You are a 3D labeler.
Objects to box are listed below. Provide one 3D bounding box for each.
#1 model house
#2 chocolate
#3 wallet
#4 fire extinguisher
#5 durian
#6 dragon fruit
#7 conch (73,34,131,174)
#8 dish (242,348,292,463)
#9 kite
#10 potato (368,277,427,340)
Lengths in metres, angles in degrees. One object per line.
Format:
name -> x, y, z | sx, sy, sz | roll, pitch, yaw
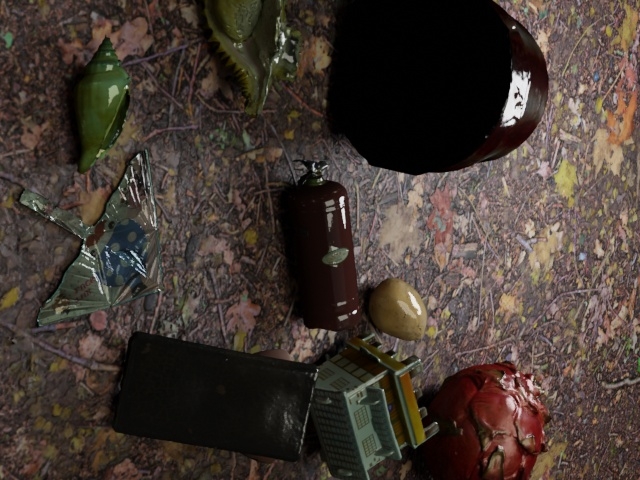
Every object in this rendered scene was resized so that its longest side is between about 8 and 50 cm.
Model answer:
model house -> 0.081, 0.320, 1.987 | 0.215, 0.198, 0.224 | -29, 120, -26
chocolate -> 0.257, -0.312, 1.970 | 0.331, 0.384, 0.383 | -13, 108, -61
wallet -> -0.172, 0.260, 1.691 | 0.321, 0.044, 0.170 | 12, 93, -9
fire extinguisher -> 0.000, 0.000, 1.889 | 0.135, 0.114, 0.337 | -41, 128, -60
durian -> -0.097, -0.360, 1.677 | 0.172, 0.166, 0.306 | -10, 115, -43
dragon fruit -> 0.361, 0.426, 2.264 | 0.342, 0.277, 0.277 | -50, 131, -14
conch -> -0.326, -0.204, 1.532 | 0.095, 0.080, 0.200 | -28, 136, -55
dish -> -0.119, 0.292, 1.818 | 0.090, 0.213, 0.213 | 10, 91, -15
kite -> -0.346, -0.002, 1.599 | 0.314, 0.011, 0.335 | 42, 66, -42
potato -> 0.163, 0.141, 2.112 | 0.112, 0.112, 0.147 | -52, 124, -27
